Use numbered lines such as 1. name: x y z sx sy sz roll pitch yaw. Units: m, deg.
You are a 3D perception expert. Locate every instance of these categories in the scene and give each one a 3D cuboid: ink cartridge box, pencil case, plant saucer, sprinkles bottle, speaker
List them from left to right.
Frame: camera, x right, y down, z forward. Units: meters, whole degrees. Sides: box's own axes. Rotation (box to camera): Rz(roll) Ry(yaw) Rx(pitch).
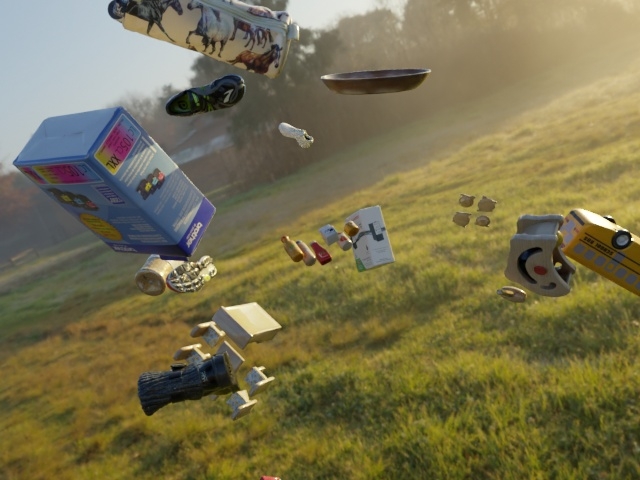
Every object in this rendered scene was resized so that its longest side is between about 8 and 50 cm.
1. speaker: -0.535 -0.624 1.612 0.055 0.055 0.136 -20 4 9
2. ink cartridge box: -0.428 -0.098 1.300 0.270 0.395 0.151 2 57 34
3. sprinkles bottle: -0.579 0.064 2.217 0.121 0.121 0.355 -18 26 21
4. pencil case: -0.262 -0.519 1.366 0.410 0.160 0.183 15 -8 -15
5. ink cartridge box: 0.173 -0.004 2.070 0.087 0.208 0.153 -11 -8 -21
6. plant saucer: 0.156 -0.451 1.644 0.311 0.050 0.310 -3 20 1

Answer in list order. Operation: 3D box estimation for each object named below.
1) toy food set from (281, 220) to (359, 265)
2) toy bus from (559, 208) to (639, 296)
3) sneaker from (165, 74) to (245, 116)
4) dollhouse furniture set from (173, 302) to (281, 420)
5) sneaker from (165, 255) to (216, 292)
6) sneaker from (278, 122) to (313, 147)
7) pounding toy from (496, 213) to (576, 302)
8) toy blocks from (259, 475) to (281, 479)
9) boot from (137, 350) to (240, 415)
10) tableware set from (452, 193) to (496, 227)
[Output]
1. toy food set: 0.000 0.000 1.828 0.232 0.111 0.104 -28 47 -11
2. toy bus: 0.774 0.039 1.489 0.130 0.333 0.108 -58 11 21
3. sneaker: -0.248 -0.302 1.247 0.188 0.067 0.078 -14 21 13
4. dollhouse furniture set: -0.370 0.454 2.282 0.394 0.362 0.256 -54 -20 13
5. sneaker: -0.466 0.136 2.029 0.118 0.107 0.279 -23 0 19
6. sneaker: -0.094 -0.427 2.305 0.061 0.152 0.053 -26 41 57
7. pounding toy: 0.509 0.078 1.356 0.154 0.269 0.155 16 55 22
8. toy blocks: -0.178 0.663 1.265 0.381 0.261 0.191 -23 1 29
9. boot: -0.388 0.425 1.731 0.260 0.131 0.348 -19 -17 -7
10. tableware set: 0.580 -0.109 2.190 0.141 0.168 0.020 13 43 10
